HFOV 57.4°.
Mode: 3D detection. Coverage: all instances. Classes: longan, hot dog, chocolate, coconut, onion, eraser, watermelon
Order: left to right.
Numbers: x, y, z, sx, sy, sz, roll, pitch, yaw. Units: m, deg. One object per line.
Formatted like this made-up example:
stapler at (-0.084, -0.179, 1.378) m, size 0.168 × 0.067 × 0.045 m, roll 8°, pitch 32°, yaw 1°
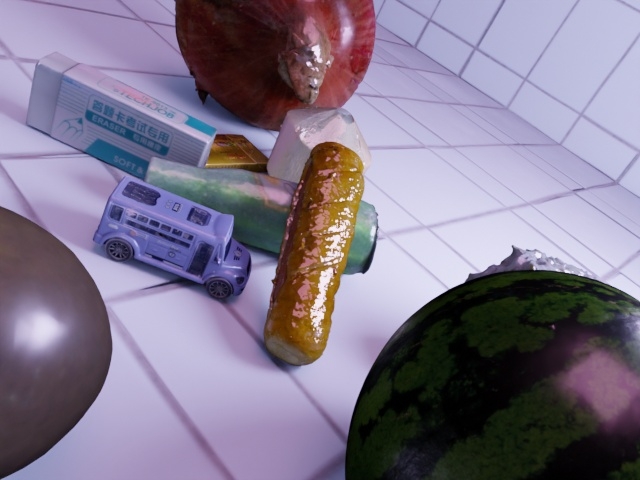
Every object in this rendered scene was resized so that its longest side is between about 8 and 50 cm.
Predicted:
longan at (-0.235, 0.059, 0.350) m, size 0.213 × 0.198 × 0.198 m, roll 13°, pitch 32°, yaw -24°
eraser at (-0.252, -0.144, 0.750) m, size 0.225 × 0.095 × 0.052 m, roll 25°, pitch 33°, yaw -6°
chocolate at (-0.074, -0.037, 0.736) m, size 0.291 × 0.110 × 0.110 m, roll 16°, pitch 31°, yaw -18°
onion at (-0.081, -0.358, 1.017) m, size 0.354 × 0.353 × 0.353 m, roll 21°, pitch 30°, yaw -13°
hot dog at (0.000, 0.002, 0.656) m, size 0.088 × 0.061 × 0.285 m, roll 23°, pitch 58°, yaw -24°
coconut at (0.002, -0.129, 0.887) m, size 0.147 × 0.152 × 0.147 m, roll 20°, pitch 32°, yaw -13°
watermelon at (0.164, 0.160, 0.449) m, size 0.285 × 0.285 × 0.285 m, roll 21°, pitch 30°, yaw -13°

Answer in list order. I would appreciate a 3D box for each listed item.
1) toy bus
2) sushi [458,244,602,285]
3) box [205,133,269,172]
toy bus at (-0.149, -0.003, 0.632) m, size 0.168 × 0.076 × 0.073 m, roll 21°, pitch 30°, yaw -12°
sushi at (0.266, 0.118, 0.685) m, size 0.274 × 0.184 × 0.139 m, roll 15°, pitch 33°, yaw -25°
box at (-0.153, -0.132, 0.892) m, size 0.156 × 0.022 × 0.089 m, roll -10°, pitch 47°, yaw -48°
